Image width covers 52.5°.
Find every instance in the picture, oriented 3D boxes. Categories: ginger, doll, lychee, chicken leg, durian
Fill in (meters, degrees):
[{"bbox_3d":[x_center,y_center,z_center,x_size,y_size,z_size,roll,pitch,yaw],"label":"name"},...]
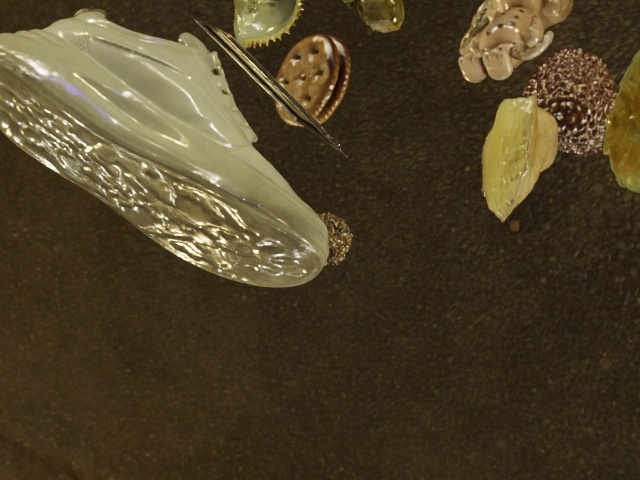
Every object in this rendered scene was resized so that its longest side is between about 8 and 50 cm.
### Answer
[{"bbox_3d":[0.316,-0.119,1.009,0.115,0.123,0.193,15,94,57],"label":"ginger"},{"bbox_3d":[0.326,-0.360,1.057,0.154,0.278,0.119,-2,135,40],"label":"doll"},{"bbox_3d":[0.620,-0.346,1.615,0.272,0.271,0.271,11,112,27],"label":"lychee"},{"bbox_3d":[0.096,-0.532,1.351,0.103,0.088,0.227,9,147,51],"label":"chicken leg"},{"bbox_3d":[-0.106,-0.499,1.292,0.144,0.139,0.251,21,113,54],"label":"durian"},{"bbox_3d":[0.000,0.000,0.878,0.091,0.080,0.080,-10,105,-8],"label":"durian"}]

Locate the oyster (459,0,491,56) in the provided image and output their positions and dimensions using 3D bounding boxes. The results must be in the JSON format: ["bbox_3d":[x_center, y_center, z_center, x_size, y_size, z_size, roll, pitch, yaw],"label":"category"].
[{"bbox_3d":[0.490,-0.617,1.661,0.167,0.110,0.341,15,121,-6],"label":"oyster"}]

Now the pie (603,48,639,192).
[{"bbox_3d":[0.545,-0.213,1.022,0.071,0.306,0.306,7,113,-2],"label":"pie"}]

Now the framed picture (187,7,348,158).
[{"bbox_3d":[-0.061,-0.179,0.723,0.010,0.199,0.195,-47,119,4],"label":"framed picture"}]

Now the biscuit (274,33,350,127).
[{"bbox_3d":[-0.021,-0.363,1.469,0.221,0.066,0.220,-15,71,48],"label":"biscuit"}]

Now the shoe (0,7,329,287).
[{"bbox_3d":[-0.115,-0.096,0.540,0.316,0.159,0.124,31,144,-4],"label":"shoe"}]
